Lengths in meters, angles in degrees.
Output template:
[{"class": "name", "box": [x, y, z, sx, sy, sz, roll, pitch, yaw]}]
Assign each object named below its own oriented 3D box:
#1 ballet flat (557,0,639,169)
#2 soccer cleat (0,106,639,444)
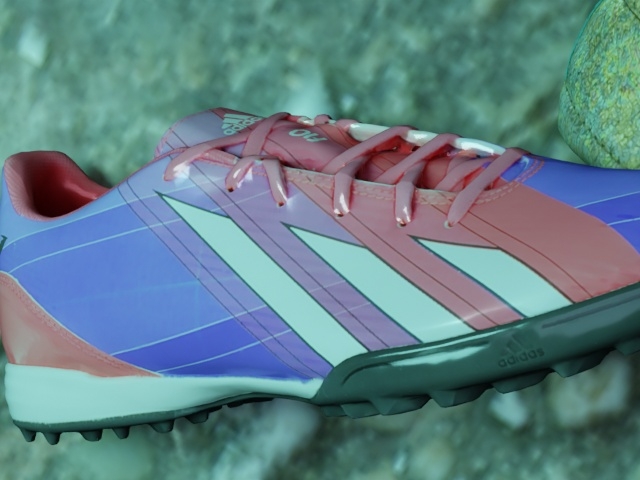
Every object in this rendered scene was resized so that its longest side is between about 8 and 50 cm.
[{"class": "ballet flat", "box": [0.219, 0.038, 0.521, 0.348, 0.123, 0.123, 46, 103, 5]}, {"class": "soccer cleat", "box": [0.000, 0.000, 0.529, 0.318, 0.108, 0.116, -11, 91, 37]}]
